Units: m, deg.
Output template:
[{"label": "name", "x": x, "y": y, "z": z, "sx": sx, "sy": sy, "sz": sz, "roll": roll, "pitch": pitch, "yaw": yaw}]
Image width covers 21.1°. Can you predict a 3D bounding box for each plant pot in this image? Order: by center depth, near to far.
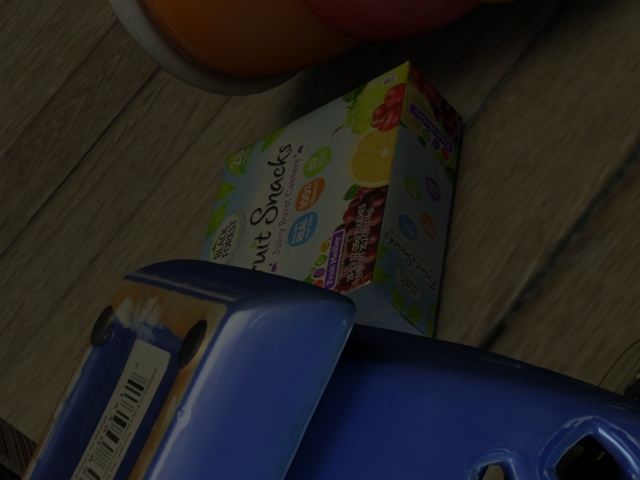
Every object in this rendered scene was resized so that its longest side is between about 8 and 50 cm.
[{"label": "plant pot", "x": -0.005, "y": 0.133, "z": 0.679, "sx": 0.236, "sy": 0.212, "sz": 0.236, "roll": -64, "pitch": 18, "yaw": -6}]

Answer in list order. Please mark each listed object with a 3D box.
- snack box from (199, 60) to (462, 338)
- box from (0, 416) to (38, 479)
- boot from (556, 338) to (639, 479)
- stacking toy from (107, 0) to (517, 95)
[{"label": "snack box", "x": 0.000, "y": 0.000, "z": 1.156, "sx": 0.174, "sy": 0.070, "sz": 0.207, "roll": -25, "pitch": 36, "yaw": 34}, {"label": "box", "x": -0.271, "y": 0.223, "z": 1.140, "sx": 0.203, "sy": 0.168, "sz": 0.167, "roll": -44, "pitch": 31, "yaw": 6}, {"label": "boot", "x": 0.163, "y": 0.128, "z": 0.743, "sx": 0.236, "sy": 0.085, "sz": 0.178, "roll": -57, "pitch": 17, "yaw": -24}, {"label": "stacking toy", "x": 0.099, "y": -0.262, "z": 1.192, "sx": 0.480, "sy": 0.350, "sz": 0.350, "roll": 8, "pitch": 59, "yaw": 35}]
